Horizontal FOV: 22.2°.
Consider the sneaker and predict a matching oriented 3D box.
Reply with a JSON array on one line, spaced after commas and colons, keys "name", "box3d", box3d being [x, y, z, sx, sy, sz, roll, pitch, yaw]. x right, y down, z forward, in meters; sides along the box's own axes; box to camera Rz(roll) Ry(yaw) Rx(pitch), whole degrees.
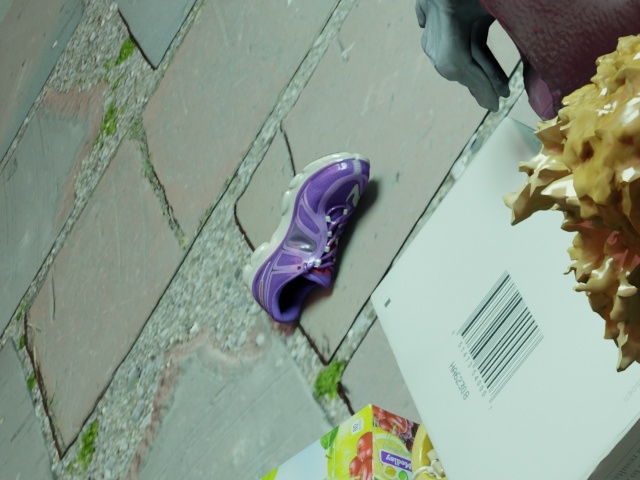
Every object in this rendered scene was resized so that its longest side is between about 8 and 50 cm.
[{"name": "sneaker", "box3d": [0.000, 0.000, 1.385, 0.071, 0.068, 0.170, 55, 126, 41]}]

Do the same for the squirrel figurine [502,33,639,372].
[{"name": "squirrel figurine", "box3d": [0.282, -0.032, 0.591, 0.370, 0.397, 0.281, -116, 45, -70]}]

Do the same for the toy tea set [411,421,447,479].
[{"name": "toy tea set", "box3d": [0.102, 0.144, 1.020, 0.200, 0.124, 0.336, -45, 35, 34]}]

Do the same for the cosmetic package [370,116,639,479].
[{"name": "cosmetic package", "box3d": [0.177, 0.080, 0.837, 0.138, 0.225, 0.224, -54, 31, 21]}]

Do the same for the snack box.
[{"name": "snack box", "box3d": [0.009, 0.248, 1.156, 0.174, 0.070, 0.207, -38, 38, 40]}]

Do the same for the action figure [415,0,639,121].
[{"name": "action figure", "box3d": [0.191, -0.232, 0.849, 0.370, 0.276, 0.248, -42, 34, 12]}]
